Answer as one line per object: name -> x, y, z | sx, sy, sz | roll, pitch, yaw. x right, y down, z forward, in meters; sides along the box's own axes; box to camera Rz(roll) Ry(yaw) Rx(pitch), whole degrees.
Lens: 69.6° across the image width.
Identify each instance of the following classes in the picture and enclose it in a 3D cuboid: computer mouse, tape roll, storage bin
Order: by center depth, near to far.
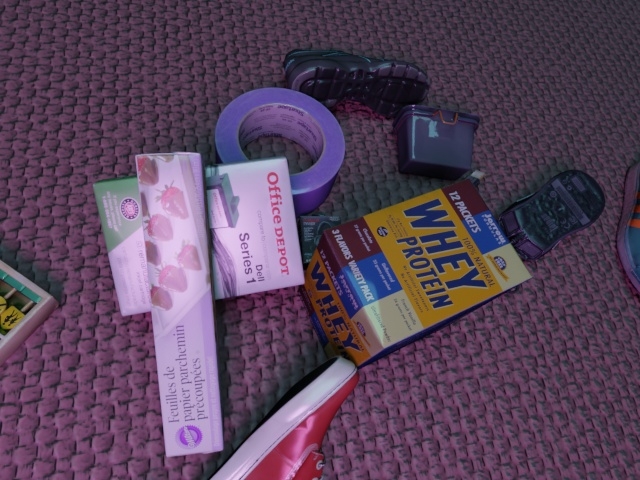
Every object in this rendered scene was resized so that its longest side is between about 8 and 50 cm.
tape roll -> -0.063, -0.131, 0.694 | 0.188, 0.080, 0.189 | 4, 65, -9
computer mouse -> 0.319, -0.050, 0.750 | 0.262, 0.060, 0.184 | -37, 81, -12
storage bin -> 0.191, -0.158, 0.757 | 0.135, 0.098, 0.091 | 6, 75, -9

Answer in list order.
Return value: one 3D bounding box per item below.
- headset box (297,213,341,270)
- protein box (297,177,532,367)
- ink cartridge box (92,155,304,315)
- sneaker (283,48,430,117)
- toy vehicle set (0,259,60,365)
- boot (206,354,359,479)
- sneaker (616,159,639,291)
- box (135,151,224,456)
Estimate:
headset box -> 0.000, 0.000, 0.672 | 0.062, 0.032, 0.083 | 1, 67, -11
protein box -> 0.099, 0.055, 0.572 | 0.199, 0.201, 0.136 | -20, 71, -20
ink cartridge box -> -0.137, -0.012, 0.567 | 0.219, 0.092, 0.160 | -10, 101, -7
sneaker -> 0.064, -0.280, 0.778 | 0.267, 0.101, 0.106 | -1, 45, -25
toy vehicle set -> -0.478, 0.062, 0.541 | 0.266, 0.035, 0.166 | 32, 63, 4
boot -> -0.006, 0.262, 0.499 | 0.176, 0.088, 0.244 | 42, 87, 8
sneaker -> 0.583, -0.043, 0.763 | 0.108, 0.121, 0.302 | 20, 63, -2
box -> -0.146, 0.068, 0.498 | 0.063, 0.067, 0.324 | -4, 100, -9
